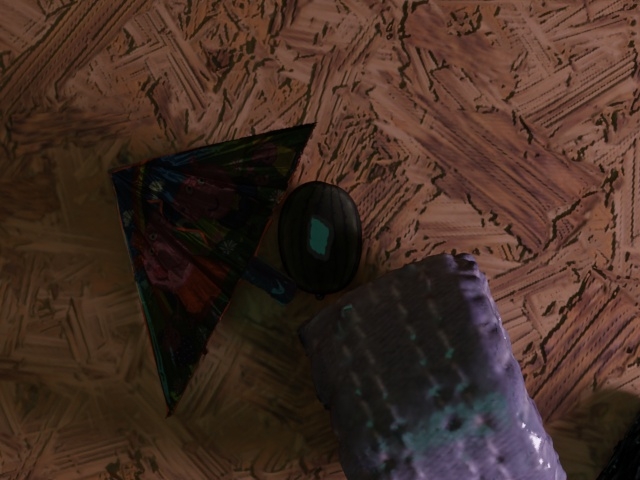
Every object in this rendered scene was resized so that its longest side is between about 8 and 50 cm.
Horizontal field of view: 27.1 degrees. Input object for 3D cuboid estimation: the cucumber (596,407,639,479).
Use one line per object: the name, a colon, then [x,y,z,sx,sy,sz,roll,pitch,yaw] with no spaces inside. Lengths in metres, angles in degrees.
cucumber: [0.281,0.243,1.194,0.078,0.062,0.211,30,90,6]

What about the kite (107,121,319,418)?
kite: [-0.120,0.000,1.231,0.234,0.016,0.321,34,108,20]

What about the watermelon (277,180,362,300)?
watermelon: [0.000,0.000,1.221,0.078,0.078,0.110,-5,88,4]

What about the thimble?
thimble: [0.096,0.139,1.143,0.172,0.205,0.236,-21,87,4]
